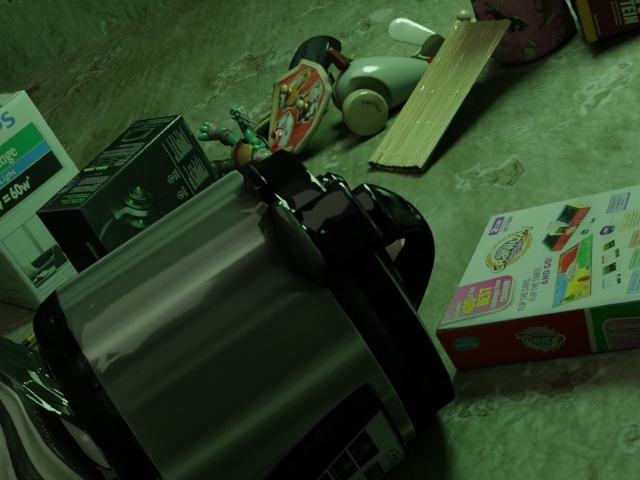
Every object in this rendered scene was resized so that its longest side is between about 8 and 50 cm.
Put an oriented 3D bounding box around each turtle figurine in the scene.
[{"bbox_3d":[-0.153,-0.160,2.238,0.234,0.118,0.175,13,90,59],"label":"turtle figurine"}]

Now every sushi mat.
[{"bbox_3d":[0.199,-0.247,2.005,0.151,0.019,0.316,10,63,54],"label":"sushi mat"}]

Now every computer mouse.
[{"bbox_3d":[0.000,-0.391,2.558,0.184,0.060,0.262,-13,30,35],"label":"computer mouse"}]

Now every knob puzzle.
[{"bbox_3d":[-0.045,-0.255,2.228,0.213,0.030,0.213,-30,52,47],"label":"knob puzzle"}]

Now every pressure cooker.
[{"bbox_3d":[-0.054,0.105,1.308,0.420,0.375,0.370,-34,22,-7],"label":"pressure cooker"}]

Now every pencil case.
[{"bbox_3d":[0.305,-0.483,2.016,0.160,0.386,0.167,-35,35,-7],"label":"pencil case"}]

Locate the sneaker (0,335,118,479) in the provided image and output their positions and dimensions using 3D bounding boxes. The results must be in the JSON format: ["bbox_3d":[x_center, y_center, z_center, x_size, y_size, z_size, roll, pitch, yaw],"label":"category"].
[{"bbox_3d":[-0.394,0.291,1.470,0.257,0.169,0.447,-59,32,3],"label":"sneaker"}]

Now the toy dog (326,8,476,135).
[{"bbox_3d":[0.141,-0.339,2.182,0.333,0.161,0.220,-40,27,-19],"label":"toy dog"}]

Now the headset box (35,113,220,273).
[{"bbox_3d":[-0.294,-0.027,1.979,0.131,0.246,0.283,-2,38,45],"label":"headset box"}]

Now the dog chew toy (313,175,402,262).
[{"bbox_3d":[0.000,0.000,1.670,0.206,0.206,0.332,-29,17,4],"label":"dog chew toy"}]

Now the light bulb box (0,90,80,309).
[{"bbox_3d":[-0.627,-0.080,2.307,0.225,0.361,0.358,-44,28,-27],"label":"light bulb box"}]

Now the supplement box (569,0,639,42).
[{"bbox_3d":[0.509,-0.448,1.991,0.191,0.129,0.194,-17,27,11],"label":"supplement box"}]

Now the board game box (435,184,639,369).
[{"bbox_3d":[0.317,0.033,1.399,0.316,0.064,0.242,-12,31,35],"label":"board game box"}]

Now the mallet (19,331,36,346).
[{"bbox_3d":[-0.505,0.173,2.091,0.190,0.039,0.062,-48,26,-26],"label":"mallet"}]

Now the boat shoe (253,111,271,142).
[{"bbox_3d":[-0.065,-0.248,2.357,0.178,0.064,0.060,-34,27,-3],"label":"boat shoe"}]
